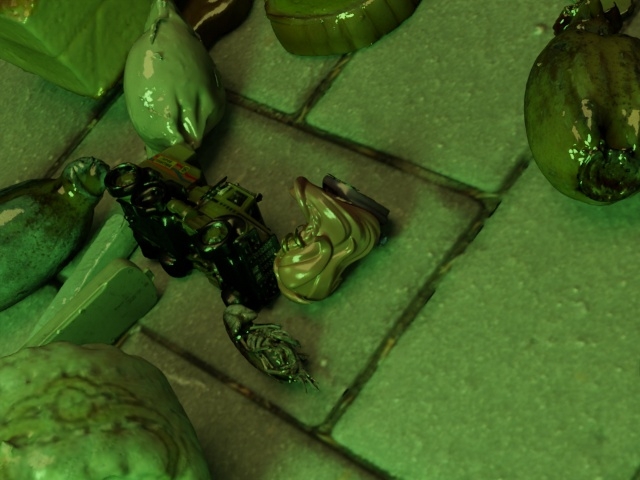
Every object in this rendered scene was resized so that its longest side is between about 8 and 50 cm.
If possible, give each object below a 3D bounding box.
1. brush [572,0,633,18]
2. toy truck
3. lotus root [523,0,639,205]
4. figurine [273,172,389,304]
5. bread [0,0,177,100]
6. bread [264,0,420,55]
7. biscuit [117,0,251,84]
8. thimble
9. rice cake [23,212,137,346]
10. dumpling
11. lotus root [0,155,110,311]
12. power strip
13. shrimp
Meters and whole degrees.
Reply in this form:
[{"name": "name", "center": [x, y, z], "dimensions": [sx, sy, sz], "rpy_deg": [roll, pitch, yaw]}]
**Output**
[{"name": "brush", "center": [0.275, -0.350, 1.742], "dimensions": [0.085, 0.020, 0.336], "rpy_deg": [-40, 46, -4]}, {"name": "toy truck", "center": [-0.139, -0.020, 1.669], "dimensions": [0.127, 0.127, 0.257], "rpy_deg": [-37, 43, -20]}, {"name": "lotus root", "center": [0.293, -0.155, 1.492], "dimensions": [0.154, 0.154, 0.278], "rpy_deg": [-17, 49, 20]}, {"name": "figurine", "center": [0.004, -0.005, 1.571], "dimensions": [0.157, 0.126, 0.114], "rpy_deg": [-58, 5, -21]}, {"name": "bread", "center": [-0.357, -0.380, 1.939], "dimensions": [0.279, 0.207, 0.279], "rpy_deg": [27, 76, 41]}, {"name": "bread", "center": [0.031, -0.347, 1.855], "dimensions": [0.236, 0.070, 0.236], "rpy_deg": [-16, 50, 20]}, {"name": "biscuit", "center": [-0.243, -0.391, 2.069], "dimensions": [0.358, 0.074, 0.381], "rpy_deg": [-1, 58, 29]}, {"name": "thimble", "center": [-0.270, 0.246, 1.417], "dimensions": [0.291, 0.291, 0.195], "rpy_deg": [-33, 45, 5]}, {"name": "rice cake", "center": [-0.304, 0.072, 1.747], "dimensions": [0.042, 0.045, 0.245], "rpy_deg": [15, 65, 40]}, {"name": "dumpling", "center": [-0.205, -0.197, 1.844], "dimensions": [0.172, 0.142, 0.247], "rpy_deg": [-30, 61, 57]}, {"name": "lotus root", "center": [-0.399, 0.007, 1.801], "dimensions": [0.322, 0.140, 0.158], "rpy_deg": [-27, 21, 2]}, {"name": "power strip", "center": [-0.291, 0.112, 1.682], "dimensions": [0.227, 0.080, 0.029], "rpy_deg": [-44, 43, -7]}, {"name": "shrimp", "center": [-0.051, 0.122, 1.536], "dimensions": [0.056, 0.065, 0.165], "rpy_deg": [-33, 39, -30]}]
